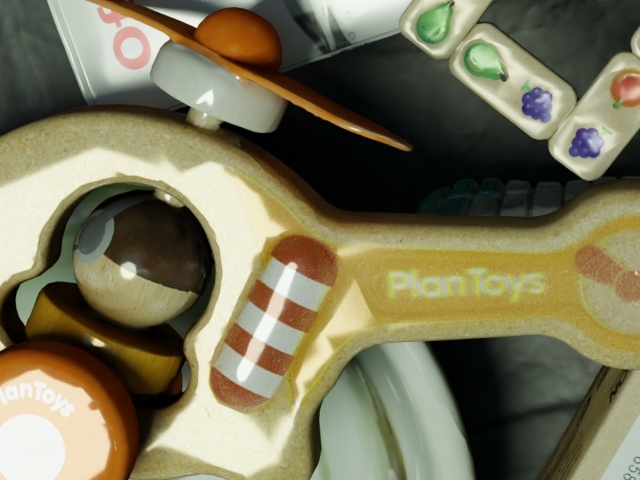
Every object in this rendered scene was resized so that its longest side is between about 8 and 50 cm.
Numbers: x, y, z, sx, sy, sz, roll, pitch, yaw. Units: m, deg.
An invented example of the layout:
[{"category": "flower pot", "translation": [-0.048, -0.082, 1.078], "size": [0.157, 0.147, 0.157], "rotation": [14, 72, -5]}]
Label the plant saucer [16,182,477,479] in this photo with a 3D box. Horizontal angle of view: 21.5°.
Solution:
[{"category": "plant saucer", "translation": [-0.110, 0.130, 0.918], "size": [0.400, 0.100, 0.400], "rotation": [3, 106, 9]}]

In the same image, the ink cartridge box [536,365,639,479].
[{"category": "ink cartridge box", "translation": [0.215, 0.133, 0.839], "size": [0.193, 0.088, 0.235], "rotation": [25, 117, 2]}]

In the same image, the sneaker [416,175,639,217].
[{"category": "sneaker", "translation": [0.135, 0.009, 0.884], "size": [0.166, 0.065, 0.076], "rotation": [2, 117, 14]}]

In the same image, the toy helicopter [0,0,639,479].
[{"category": "toy helicopter", "translation": [0.000, 0.000, 0.752], "size": [0.355, 0.140, 0.235], "rotation": [-1, 97, 6]}]

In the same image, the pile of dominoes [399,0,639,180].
[{"category": "pile of dominoes", "translation": [0.118, -0.176, 0.721], "size": [0.196, 0.040, 0.251], "rotation": [37, 105, 1]}]

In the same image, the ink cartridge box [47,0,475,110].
[{"category": "ink cartridge box", "translation": [0.009, -0.210, 0.822], "size": [0.307, 0.129, 0.223], "rotation": [-18, 98, 14]}]
